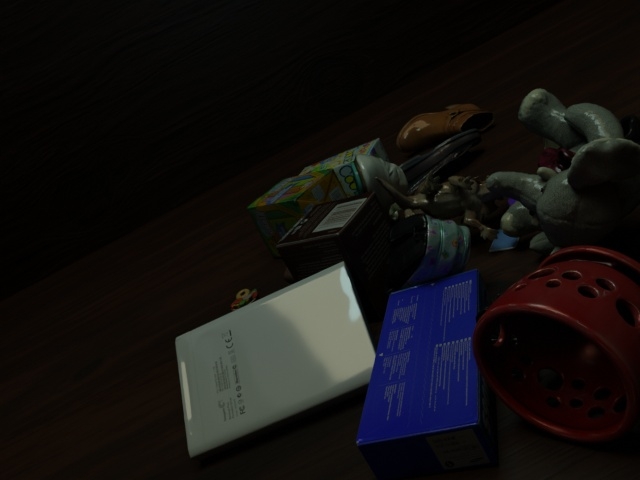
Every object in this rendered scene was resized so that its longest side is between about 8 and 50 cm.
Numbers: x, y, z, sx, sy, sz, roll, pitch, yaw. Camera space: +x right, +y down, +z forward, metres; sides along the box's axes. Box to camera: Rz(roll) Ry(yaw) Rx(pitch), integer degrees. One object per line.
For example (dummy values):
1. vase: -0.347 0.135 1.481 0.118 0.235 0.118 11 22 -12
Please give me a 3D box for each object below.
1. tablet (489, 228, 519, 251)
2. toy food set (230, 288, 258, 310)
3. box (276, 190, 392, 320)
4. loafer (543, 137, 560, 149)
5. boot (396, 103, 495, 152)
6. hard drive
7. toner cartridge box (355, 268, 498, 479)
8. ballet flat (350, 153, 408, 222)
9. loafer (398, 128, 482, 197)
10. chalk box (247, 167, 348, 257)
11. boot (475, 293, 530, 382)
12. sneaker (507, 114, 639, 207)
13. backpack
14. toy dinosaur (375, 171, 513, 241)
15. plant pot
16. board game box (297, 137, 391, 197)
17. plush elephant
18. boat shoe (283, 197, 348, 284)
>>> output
1. tablet: 0.371 -0.004 1.127 0.054 0.006 0.083 -12 27 38
2. toy food set: -0.198 0.153 1.468 0.082 0.020 0.083 -10 26 40
3. box: 0.052 0.038 1.153 0.166 0.203 0.168 -11 25 39
4. loafer: 0.551 -0.221 1.300 0.094 0.088 0.251 -21 21 19
5. boot: 0.404 -0.355 1.834 0.283 0.109 0.220 -23 23 -8
6. hard drive: -0.081 0.206 0.989 0.352 0.047 0.233 -25 53 9
7. toner cartridge box: 0.168 0.181 0.841 0.165 0.075 0.348 -18 23 24
8. ballet flat: 0.141 -0.115 1.325 0.139 0.139 0.400 -29 -14 -2
9. loafer: 0.336 -0.212 1.599 0.302 0.095 0.109 -28 -11 -12
10. chalk box: -0.073 -0.070 1.623 0.288 0.180 0.179 -7 29 48
11. boot: 0.276 0.138 0.817 0.045 0.121 0.099 -42 -19 28
12. sneaker: 0.503 -0.159 1.126 0.293 0.146 0.102 -23 20 12
13. backpack: 0.191 0.025 1.032 0.182 0.115 0.152 121 153 -60
14. toy dinosaur: 0.260 -0.082 1.178 0.295 0.127 0.200 3 11 6
15. plant pot: 0.305 0.109 0.672 0.174 0.191 0.191 -38 22 -33
16. board game box: 0.075 -0.188 1.763 0.275 0.142 0.144 -17 23 28
17. plush elephant: 0.387 -0.072 0.888 0.255 0.272 0.330 -12 31 -41
18. boat shoe: 0.000 0.000 1.404 0.123 0.123 0.342 2 37 19
